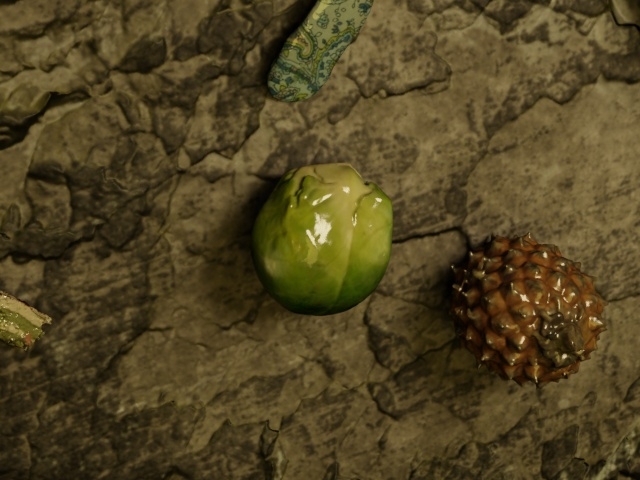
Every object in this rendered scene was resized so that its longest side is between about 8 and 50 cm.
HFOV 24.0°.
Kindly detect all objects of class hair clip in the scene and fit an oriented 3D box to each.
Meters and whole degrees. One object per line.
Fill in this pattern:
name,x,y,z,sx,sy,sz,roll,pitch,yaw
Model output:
hair clip,0.017,-0.230,1.441,0.066,0.036,0.229,19,105,-32

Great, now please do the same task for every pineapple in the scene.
pineapple,0.217,0.076,1.555,0.166,0.193,0.166,-6,107,-19

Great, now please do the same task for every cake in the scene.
cake,-0.321,0.069,1.448,0.140,0.055,0.051,29,94,-29

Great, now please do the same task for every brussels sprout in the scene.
brussels sprout,-0.003,0.000,1.490,0.155,0.117,0.155,3,85,-31
